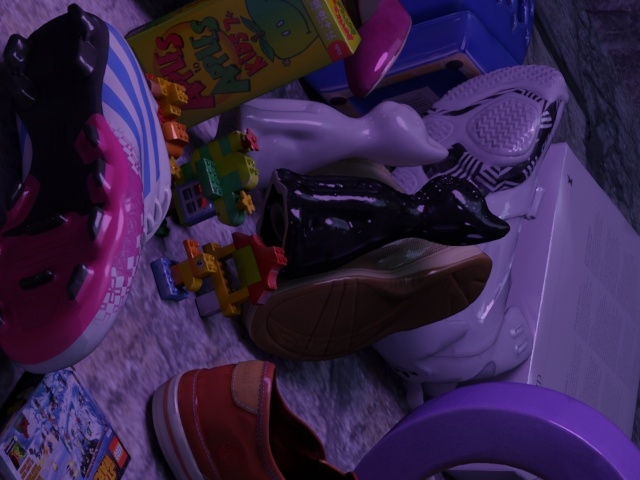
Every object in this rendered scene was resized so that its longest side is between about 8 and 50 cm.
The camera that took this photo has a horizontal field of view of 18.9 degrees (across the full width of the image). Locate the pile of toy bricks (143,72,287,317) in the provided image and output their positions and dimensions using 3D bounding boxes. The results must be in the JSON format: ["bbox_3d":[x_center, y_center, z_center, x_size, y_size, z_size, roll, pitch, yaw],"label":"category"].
[{"bbox_3d":[-0.093,-0.052,1.537,0.118,0.105,0.212,15,55,-66],"label":"pile of toy bricks"}]

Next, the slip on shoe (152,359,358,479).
[{"bbox_3d":[-0.008,0.225,1.467,0.331,0.101,0.123,60,19,-25],"label":"slip on shoe"}]

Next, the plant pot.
[{"bbox_3d":[0.102,-0.234,2.083,0.236,0.236,0.212,38,42,-56],"label":"plant pot"}]

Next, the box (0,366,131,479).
[{"bbox_3d":[-0.172,0.142,1.232,0.094,0.027,0.137,60,21,-16],"label":"box"}]

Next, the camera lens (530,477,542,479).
[{"bbox_3d":[0.220,0.330,1.771,0.274,0.219,0.219,2,67,-69],"label":"camera lens"}]

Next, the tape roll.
[{"bbox_3d":[0.149,0.259,1.578,0.275,0.274,0.090,67,20,-2],"label":"tape roll"}]

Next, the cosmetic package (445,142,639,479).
[{"bbox_3d":[0.258,0.124,2.109,0.284,0.097,0.377,45,50,-51],"label":"cosmetic package"}]

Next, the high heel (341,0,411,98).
[{"bbox_3d":[0.029,-0.242,1.845,0.117,0.082,0.244,31,49,-18],"label":"high heel"}]

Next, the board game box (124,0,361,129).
[{"bbox_3d":[-0.068,-0.166,1.612,0.092,0.181,0.043,61,20,-17],"label":"board game box"}]

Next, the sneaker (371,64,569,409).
[{"bbox_3d":[0.153,-0.001,1.945,0.366,0.137,0.210,-53,135,-27],"label":"sneaker"}]

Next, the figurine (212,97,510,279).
[{"bbox_3d":[0.033,-0.056,1.670,0.215,0.209,0.092,-121,-145,-50],"label":"figurine"}]

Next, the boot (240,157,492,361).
[{"bbox_3d":[0.000,0.000,1.727,0.262,0.095,0.203,-15,47,-35],"label":"boot"}]

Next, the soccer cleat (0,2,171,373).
[{"bbox_3d":[-0.151,-0.024,1.335,0.143,0.116,0.331,50,26,-40],"label":"soccer cleat"}]
